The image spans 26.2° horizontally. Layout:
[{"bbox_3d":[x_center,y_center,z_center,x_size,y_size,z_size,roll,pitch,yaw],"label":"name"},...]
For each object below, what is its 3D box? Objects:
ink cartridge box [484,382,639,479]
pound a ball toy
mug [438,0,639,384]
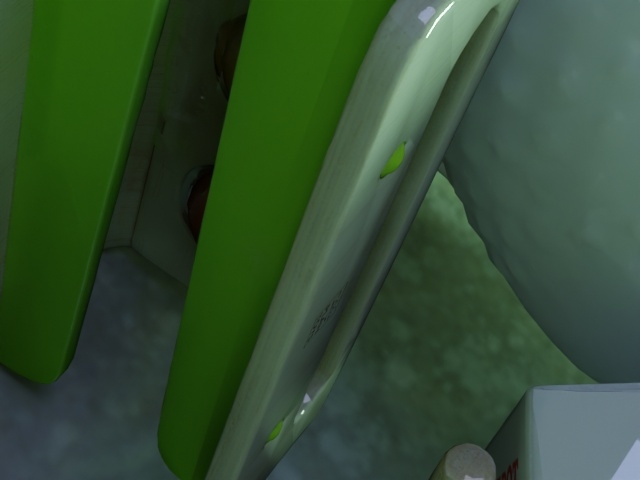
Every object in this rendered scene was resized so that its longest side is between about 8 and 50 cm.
[{"bbox_3d":[0.104,0.176,0.439,0.100,0.172,0.237,2,72,0],"label":"ink cartridge box"},{"bbox_3d":[0.000,0.000,0.456,0.208,0.319,0.136,32,52,9],"label":"pound a ball toy"},{"bbox_3d":[0.130,-0.121,0.539,0.276,0.374,0.328,-13,96,-28],"label":"mug"}]
